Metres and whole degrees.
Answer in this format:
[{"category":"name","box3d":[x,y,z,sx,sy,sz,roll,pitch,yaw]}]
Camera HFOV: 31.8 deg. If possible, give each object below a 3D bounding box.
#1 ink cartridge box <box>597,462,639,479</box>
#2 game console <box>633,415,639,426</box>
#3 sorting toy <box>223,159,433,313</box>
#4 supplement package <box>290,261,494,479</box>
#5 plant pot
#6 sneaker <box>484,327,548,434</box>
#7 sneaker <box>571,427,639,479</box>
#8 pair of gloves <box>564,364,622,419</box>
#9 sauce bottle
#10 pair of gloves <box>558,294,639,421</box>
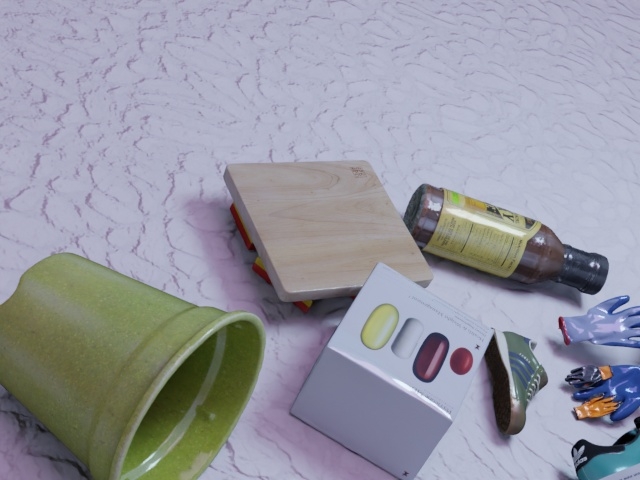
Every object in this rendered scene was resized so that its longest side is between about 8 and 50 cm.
[{"category":"ink cartridge box","box3d":[0.436,0.452,1.382,0.211,0.121,0.289,44,27,-40]},{"category":"game console","box3d":[0.528,0.287,1.662,0.107,0.122,0.071,-18,72,12]},{"category":"sorting toy","box3d":[0.000,0.000,1.714,0.257,0.089,0.255,-4,49,-31]},{"category":"supplement package","box3d":[0.100,0.177,1.537,0.194,0.149,0.203,30,40,4]},{"category":"plant pot","box3d":[-0.247,0.147,1.332,0.254,0.276,0.276,30,40,20]},{"category":"sneaker","box3d":[0.302,0.209,1.671,0.086,0.064,0.192,10,40,-11]},{"category":"sneaker","box3d":[0.495,0.323,1.623,0.302,0.108,0.121,4,42,-30]},{"category":"pair of gloves","box3d":[0.416,0.230,1.713,0.074,0.010,0.083,-13,62,3]},{"category":"sauce bottle","box3d":[0.306,0.007,1.851,0.344,0.111,0.111,19,42,-11]},{"category":"pair of gloves","box3d":[0.462,0.183,1.748,0.159,0.023,0.198,-10,64,4]}]
